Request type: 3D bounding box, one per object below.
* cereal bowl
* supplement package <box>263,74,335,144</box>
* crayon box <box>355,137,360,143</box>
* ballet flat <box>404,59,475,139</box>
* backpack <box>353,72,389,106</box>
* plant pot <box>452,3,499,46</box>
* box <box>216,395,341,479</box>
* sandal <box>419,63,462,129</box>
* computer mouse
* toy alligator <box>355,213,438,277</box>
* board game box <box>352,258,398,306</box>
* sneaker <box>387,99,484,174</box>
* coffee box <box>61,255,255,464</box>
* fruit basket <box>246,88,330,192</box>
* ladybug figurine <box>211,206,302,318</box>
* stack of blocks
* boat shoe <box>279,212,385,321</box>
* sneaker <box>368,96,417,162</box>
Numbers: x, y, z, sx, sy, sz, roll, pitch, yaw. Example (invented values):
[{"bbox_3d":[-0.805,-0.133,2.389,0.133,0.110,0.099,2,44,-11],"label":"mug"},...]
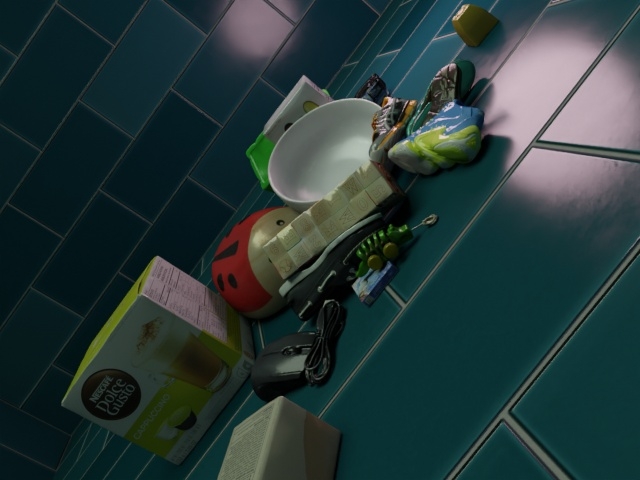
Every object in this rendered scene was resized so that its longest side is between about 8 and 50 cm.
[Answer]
[{"bbox_3d":[0.042,-0.194,1.443,0.339,0.141,0.339,-15,51,19],"label":"cereal bowl"},{"bbox_3d":[-0.027,-0.329,1.620,0.194,0.203,0.149,-49,17,15],"label":"supplement package"},{"bbox_3d":[0.076,-0.239,1.662,0.202,0.081,0.318,-48,18,20],"label":"crayon box"},{"bbox_3d":[0.263,-0.305,1.282,0.247,0.083,0.087,-56,2,-12],"label":"ballet flat"},{"bbox_3d":[0.171,-0.484,1.877,0.114,0.084,0.105,-43,19,20],"label":"backpack"},{"bbox_3d":[0.383,-0.552,1.426,0.081,0.083,0.081,-51,17,14],"label":"plant pot"},{"bbox_3d":[-0.080,0.391,0.762,0.148,0.121,0.311,-42,20,37],"label":"box"},{"bbox_3d":[0.266,-0.266,1.199,0.090,0.060,0.219,-2,73,50],"label":"sandal"},{"bbox_3d":[-0.067,0.232,1.133,0.272,0.072,0.188,-40,22,40],"label":"computer mouse"},{"bbox_3d":[0.127,-0.003,1.044,0.190,0.051,0.056,-39,18,16],"label":"toy alligator"},{"bbox_3d":[0.102,0.072,1.072,0.090,0.020,0.090,-52,16,6],"label":"board game box"},{"bbox_3d":[0.238,-0.206,1.122,0.240,0.091,0.126,6,64,58],"label":"sneaker"},{"bbox_3d":[-0.407,0.298,1.480,0.337,0.334,0.338,-53,16,6],"label":"coffee box"},{"bbox_3d":[-0.034,-0.346,2.005,0.392,0.283,0.392,-24,-17,-8],"label":"fruit basket"},{"bbox_3d":[-0.175,0.053,1.526,0.449,0.162,0.305,-29,48,54],"label":"ladybug figurine"},{"bbox_3d":[0.038,-0.041,1.217,0.297,0.087,0.171,-38,-11,18],"label":"stack of blocks"},{"bbox_3d":[0.038,0.060,1.163,0.114,0.091,0.302,-18,-21,-51],"label":"boat shoe"},{"bbox_3d":[0.150,-0.254,1.281,0.215,0.083,0.084,-57,-16,-38],"label":"sneaker"}]
